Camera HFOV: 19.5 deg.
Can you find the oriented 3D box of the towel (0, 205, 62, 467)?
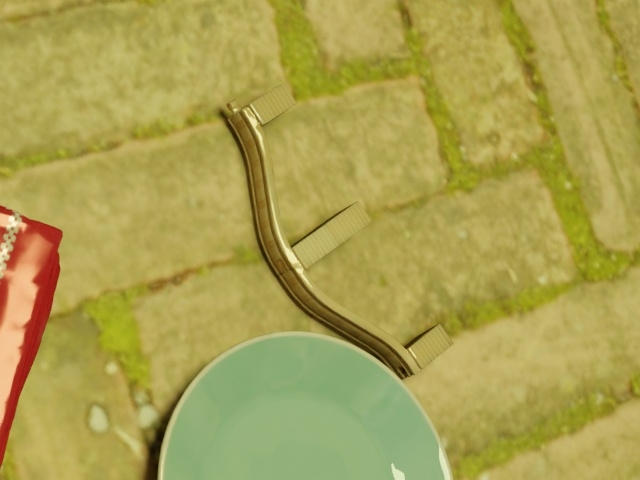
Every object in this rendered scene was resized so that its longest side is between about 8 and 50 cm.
[{"bbox_3d":[-0.265,0.040,0.878,0.275,0.031,0.199,23,65,-22],"label":"towel"}]

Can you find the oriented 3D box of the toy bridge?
[{"bbox_3d":[0.000,0.000,1.062,0.063,0.026,0.188,-36,94,-34],"label":"toy bridge"}]

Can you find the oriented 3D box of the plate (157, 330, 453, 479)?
[{"bbox_3d":[-0.008,0.142,1.009,0.188,0.024,0.188,11,68,-30],"label":"plate"}]
